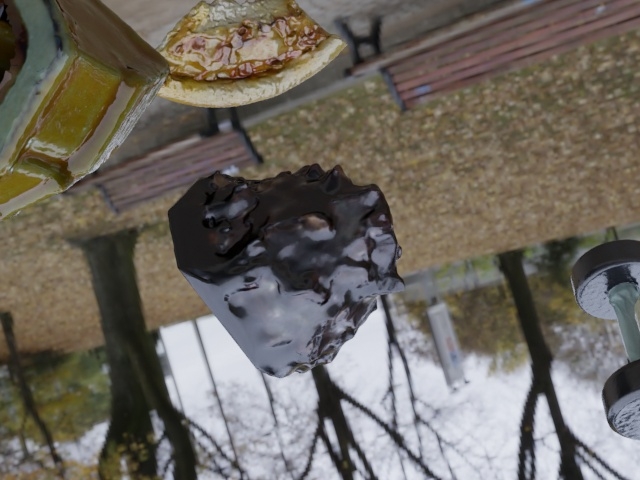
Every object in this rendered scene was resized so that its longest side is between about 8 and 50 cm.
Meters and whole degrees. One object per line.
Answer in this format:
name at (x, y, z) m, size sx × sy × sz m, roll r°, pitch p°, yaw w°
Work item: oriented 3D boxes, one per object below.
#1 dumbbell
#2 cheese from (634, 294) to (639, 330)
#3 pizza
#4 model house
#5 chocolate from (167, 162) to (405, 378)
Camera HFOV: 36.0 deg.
dumbbell at (0.318, 0.097, 0.990) m, size 0.100 × 0.100 × 0.191 m, roll -16°, pitch -135°, yaw 16°
cheese at (0.279, 0.089, 0.737) m, size 0.065 × 0.043 × 0.194 m, roll 9°, pitch -159°, yaw 7°
pizza at (-0.125, -0.303, 1.580) m, size 0.365 × 0.182 × 0.074 m, roll -10°, pitch -138°, yaw -23°
model house at (-0.288, -0.149, 1.057) m, size 0.268 × 0.173 × 0.239 m, roll -54°, pitch 155°, yaw 9°
chocolate at (0.000, 0.000, 0.967) m, size 0.177 × 0.224 × 0.206 m, roll -28°, pitch -164°, yaw 24°
